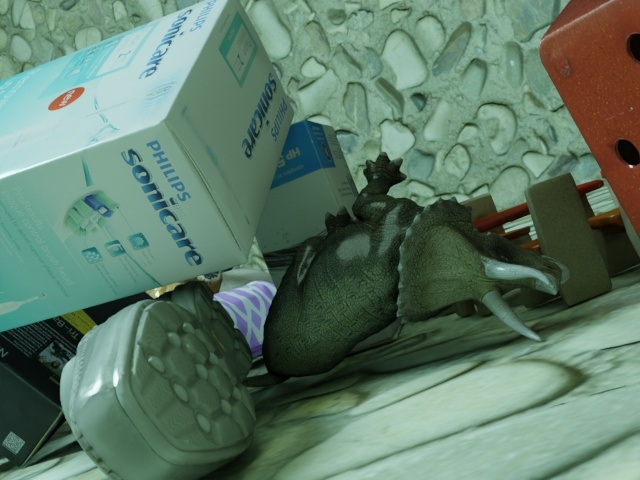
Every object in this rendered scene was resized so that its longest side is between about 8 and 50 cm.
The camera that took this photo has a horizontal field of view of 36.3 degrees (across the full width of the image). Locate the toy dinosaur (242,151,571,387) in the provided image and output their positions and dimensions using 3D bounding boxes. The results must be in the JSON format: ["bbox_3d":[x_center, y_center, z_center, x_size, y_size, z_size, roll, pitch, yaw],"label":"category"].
[{"bbox_3d":[0.019,0.033,0.712,0.313,0.121,0.160,-27,14,27],"label":"toy dinosaur"}]

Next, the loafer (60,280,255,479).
[{"bbox_3d":[-0.108,0.097,0.614,0.111,0.112,0.319,-36,1,0],"label":"loafer"}]

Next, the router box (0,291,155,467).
[{"bbox_3d":[-0.327,0.038,0.921,0.081,0.309,0.243,-51,1,21],"label":"router box"}]

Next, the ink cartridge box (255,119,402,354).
[{"bbox_3d":[0.000,0.000,0.895,0.086,0.203,0.148,-21,0,10],"label":"ink cartridge box"}]

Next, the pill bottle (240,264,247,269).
[{"bbox_3d":[-0.220,0.106,1.572,0.229,0.131,0.131,-19,1,-7],"label":"pill bottle"}]

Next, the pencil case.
[{"bbox_3d":[-0.103,0.101,0.962,0.206,0.088,0.086,-20,-36,-54],"label":"pencil case"}]

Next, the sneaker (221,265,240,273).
[{"bbox_3d":[-0.267,0.029,1.454,0.282,0.099,0.153,-10,-34,-1],"label":"sneaker"}]

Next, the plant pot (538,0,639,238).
[{"bbox_3d":[0.301,-0.119,0.596,0.236,0.267,0.267,-31,5,-20],"label":"plant pot"}]

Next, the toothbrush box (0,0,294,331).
[{"bbox_3d":[-0.188,-0.055,0.767,0.295,0.126,0.216,-14,33,21],"label":"toothbrush box"}]

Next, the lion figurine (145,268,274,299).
[{"bbox_3d":[-0.115,0.077,1.402,0.392,0.142,0.240,-3,-40,-26],"label":"lion figurine"}]

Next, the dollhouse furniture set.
[{"bbox_3d":[0.209,-0.037,0.846,0.259,0.135,0.262,-19,0,-19],"label":"dollhouse furniture set"}]
